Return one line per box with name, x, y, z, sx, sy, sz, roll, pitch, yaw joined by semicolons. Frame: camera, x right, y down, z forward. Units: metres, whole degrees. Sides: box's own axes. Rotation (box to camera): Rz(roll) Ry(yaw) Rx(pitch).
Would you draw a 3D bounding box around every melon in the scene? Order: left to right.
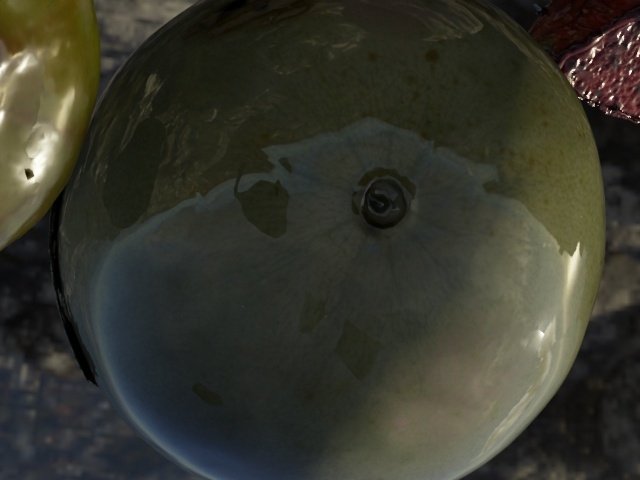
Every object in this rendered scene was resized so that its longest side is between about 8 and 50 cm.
melon;0.000;0.000;0.784;0.268;0.268;0.330;7;176;-8

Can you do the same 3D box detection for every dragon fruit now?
dragon fruit;0.206;-0.155;1.070;0.161;0.127;0.120;10;118;-36

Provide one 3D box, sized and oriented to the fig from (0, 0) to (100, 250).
fig;-0.145;-0.064;0.371;0.186;0.148;0.142;11;-172;24
